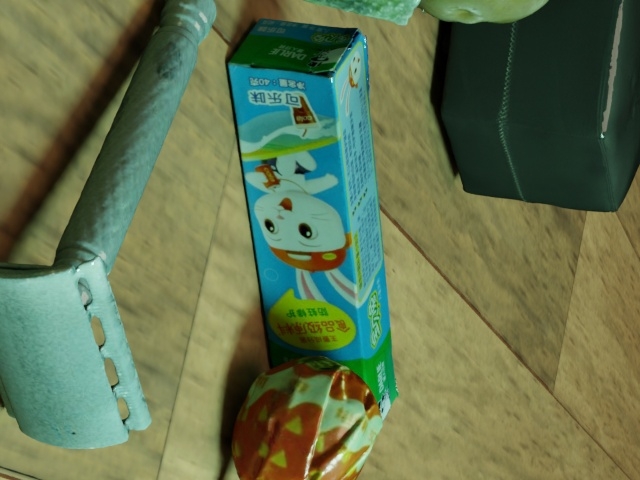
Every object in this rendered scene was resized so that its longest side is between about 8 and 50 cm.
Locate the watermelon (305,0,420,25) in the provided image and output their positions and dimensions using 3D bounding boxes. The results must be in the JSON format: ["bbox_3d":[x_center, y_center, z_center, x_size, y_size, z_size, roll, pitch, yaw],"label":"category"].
[{"bbox_3d":[0.031,-0.239,0.999,0.256,0.140,0.192,-50,152,-70],"label":"watermelon"}]

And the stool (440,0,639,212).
[{"bbox_3d":[0.180,-0.139,1.400,0.232,0.141,0.232,7,90,-71],"label":"stool"}]

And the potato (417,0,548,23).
[{"bbox_3d":[0.123,-0.250,1.176,0.178,0.160,0.235,17,97,-33],"label":"potato"}]

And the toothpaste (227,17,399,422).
[{"bbox_3d":[0.000,0.000,1.049,0.050,0.065,0.266,-61,153,-47],"label":"toothpaste"}]

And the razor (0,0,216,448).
[{"bbox_3d":[-0.089,-0.030,0.811,0.106,0.068,0.232,81,19,-44],"label":"razor"}]

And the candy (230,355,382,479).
[{"bbox_3d":[-0.048,0.194,1.014,0.084,0.078,0.287,105,10,-72],"label":"candy"}]
